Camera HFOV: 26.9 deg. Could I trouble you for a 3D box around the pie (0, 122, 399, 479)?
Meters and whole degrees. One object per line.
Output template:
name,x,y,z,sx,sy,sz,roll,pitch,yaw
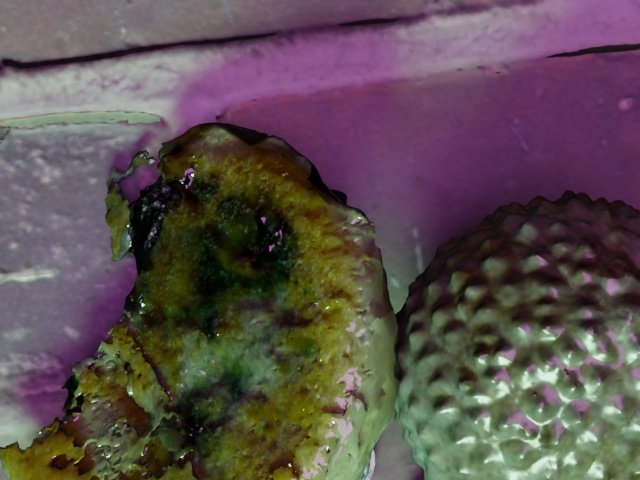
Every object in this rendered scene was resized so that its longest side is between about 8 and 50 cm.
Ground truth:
pie,-0.085,0.100,0.980,0.297,0.078,0.371,20,88,32

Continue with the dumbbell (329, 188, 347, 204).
dumbbell,0.000,0.000,1.055,0.036,0.040,0.083,4,93,27

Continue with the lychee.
lychee,0.179,0.093,0.969,0.255,0.274,0.255,9,65,-21

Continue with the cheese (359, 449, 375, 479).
cheese,0.001,0.158,1.068,0.067,0.026,0.120,-30,94,-1
